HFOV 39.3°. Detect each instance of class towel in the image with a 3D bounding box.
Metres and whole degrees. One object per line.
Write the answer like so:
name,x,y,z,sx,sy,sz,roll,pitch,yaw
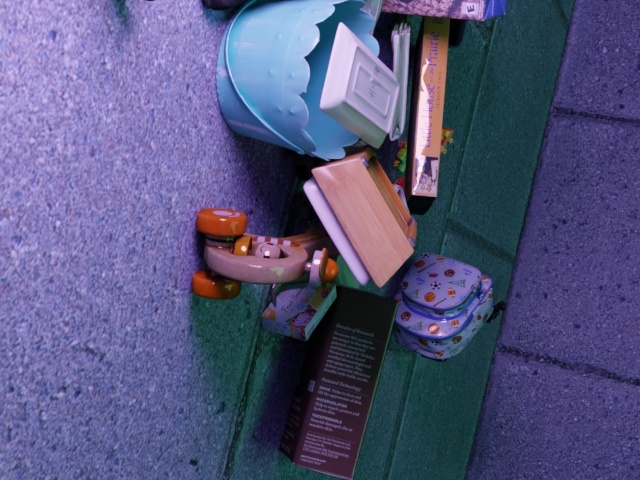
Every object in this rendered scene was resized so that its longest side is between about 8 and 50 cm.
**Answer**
towel,0.177,-0.381,1.978,0.325,0.038,0.247,-77,168,-63

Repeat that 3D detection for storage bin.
storage bin,0.311,-0.548,2.256,0.091,0.098,0.135,-149,-110,-87

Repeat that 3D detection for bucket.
bucket,-0.038,-0.283,1.518,0.281,0.183,0.281,-38,134,-55

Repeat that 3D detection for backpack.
backpack,0.317,0.180,2.408,0.263,0.277,0.213,-56,143,-27

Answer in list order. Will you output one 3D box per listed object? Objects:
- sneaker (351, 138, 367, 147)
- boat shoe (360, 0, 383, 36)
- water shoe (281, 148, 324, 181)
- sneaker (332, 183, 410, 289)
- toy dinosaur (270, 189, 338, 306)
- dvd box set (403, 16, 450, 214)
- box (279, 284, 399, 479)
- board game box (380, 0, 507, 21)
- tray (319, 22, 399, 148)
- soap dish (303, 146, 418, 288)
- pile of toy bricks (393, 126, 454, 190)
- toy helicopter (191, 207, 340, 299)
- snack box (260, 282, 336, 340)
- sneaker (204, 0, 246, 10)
sneaker,0.069,-0.239,1.834,0.319,0.112,0.131,-42,137,-55
boat shoe,0.072,-0.450,1.793,0.081,0.079,0.227,-29,130,-64
water shoe,-0.017,-0.149,1.780,0.080,0.073,0.203,-53,147,-3
sneaker,0.114,0.003,1.987,0.108,0.169,0.292,-42,139,-54
toy dinosaur,0.000,0.000,1.804,0.160,0.121,0.313,37,63,-49
dvd box set,0.239,-0.283,2.047,0.307,0.062,0.420,75,20,-83
box,0.037,0.293,1.904,0.191,0.143,0.381,156,-48,-77
board game box,0.227,-0.574,1.809,0.141,0.291,0.232,-28,126,-57
tray,0.078,-0.253,1.520,0.270,0.030,0.145,20,81,-65
soap dish,0.081,-0.055,1.615,0.228,0.118,0.291,59,12,-5
pile of toy bricks,0.231,-0.208,2.240,0.105,0.118,0.212,32,88,-35
toy helicopter,-0.044,0.021,1.560,0.355,0.235,0.140,-15,114,-58
snack box,-0.042,0.132,1.794,0.141,0.100,0.037,-53,146,-43
sneaker,-0.064,-0.445,1.419,0.283,0.124,0.107,-43,140,-33
